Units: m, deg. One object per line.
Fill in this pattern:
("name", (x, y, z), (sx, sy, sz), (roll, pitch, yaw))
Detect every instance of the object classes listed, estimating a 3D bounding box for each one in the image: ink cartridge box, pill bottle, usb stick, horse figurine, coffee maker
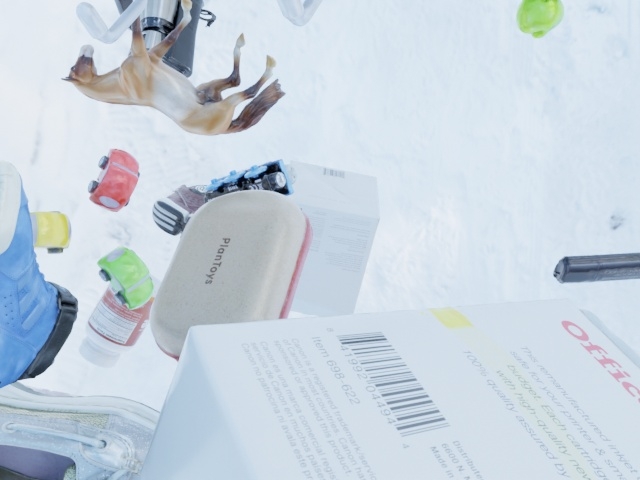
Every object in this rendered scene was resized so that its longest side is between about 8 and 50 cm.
("ink cartridge box", (0.111, 0.194, 0.445), (0.279, 0.384, 0.160), (55, 133, 41))
("pill bottle", (-0.450, 0.173, 1.466), (0.121, 0.121, 0.216), (34, 97, 14))
("usb stick", (0.651, 0.057, 1.424), (0.277, 0.077, 0.045), (-3, 47, -4))
("horse figurine", (-0.171, -0.205, 0.833), (0.174, 0.263, 0.066), (-52, 31, 24))
("coffee maker", (-0.295, -0.416, 1.322), (0.171, 0.120, 0.178), (12, 74, -27))

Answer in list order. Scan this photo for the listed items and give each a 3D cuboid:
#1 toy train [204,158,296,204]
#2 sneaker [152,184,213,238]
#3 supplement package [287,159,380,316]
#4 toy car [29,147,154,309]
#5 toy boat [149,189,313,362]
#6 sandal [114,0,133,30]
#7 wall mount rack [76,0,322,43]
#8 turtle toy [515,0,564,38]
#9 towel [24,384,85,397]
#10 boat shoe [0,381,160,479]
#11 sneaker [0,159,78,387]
("toy train", (-0.123, -0.096, 1.156), (0.184, 0.105, 0.080), (-13, 105, 36))
("sneaker", (-0.217, -0.042, 1.449), (0.281, 0.162, 0.106), (34, 131, -3))
("supplement package", (0.000, 0.000, 1.406), (0.199, 0.198, 0.263), (11, 120, -4))
("toy car", (-0.315, 0.002, 0.967), (0.239, 0.053, 0.225), (-42, 109, -33))
("toy boat", (-0.086, 0.056, 0.757), (0.150, 0.151, 0.231), (3, 55, 21))
("sandal", (-0.424, -0.564, 1.397), (0.054, 0.254, 0.097), (29, 69, 35))
("wall mount rack", (-0.130, -0.303, 0.475), (0.349, 0.304, 0.130), (3, 47, 24))
("turtle toy", (0.218, -0.258, 0.615), (0.066, 0.095, 0.130), (26, 91, -26))
("towel", (-0.436, 0.309, 1.130), (0.331, 0.317, 0.053), (5, 66, 20))
("boat shoe", (-0.223, 0.182, 0.516), (0.320, 0.103, 0.118), (19, 122, 0))
("sneaker", (-0.205, 0.024, 0.442), (0.058, 0.084, 0.152), (7, 91, 25))
